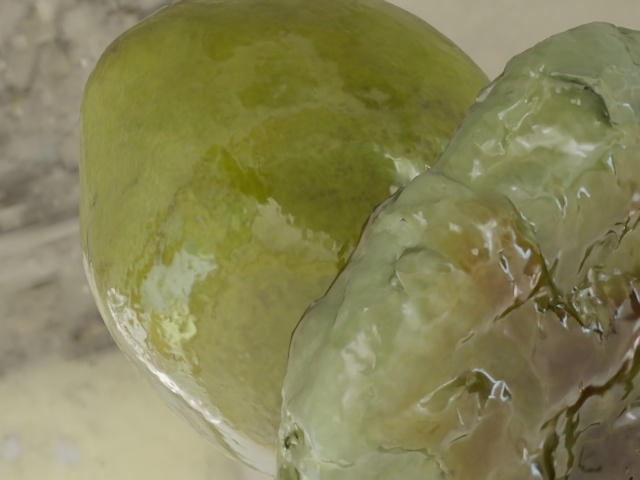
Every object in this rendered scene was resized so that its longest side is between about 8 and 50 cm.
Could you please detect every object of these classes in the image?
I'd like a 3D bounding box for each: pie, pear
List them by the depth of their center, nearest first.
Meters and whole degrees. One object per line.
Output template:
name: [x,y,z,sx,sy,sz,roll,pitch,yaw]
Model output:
pie: [0.095,0.076,0.636,0.306,0.071,0.306,-10,104,-42]
pear: [0.000,0.000,0.892,0.212,0.269,0.212,-37,160,-16]
